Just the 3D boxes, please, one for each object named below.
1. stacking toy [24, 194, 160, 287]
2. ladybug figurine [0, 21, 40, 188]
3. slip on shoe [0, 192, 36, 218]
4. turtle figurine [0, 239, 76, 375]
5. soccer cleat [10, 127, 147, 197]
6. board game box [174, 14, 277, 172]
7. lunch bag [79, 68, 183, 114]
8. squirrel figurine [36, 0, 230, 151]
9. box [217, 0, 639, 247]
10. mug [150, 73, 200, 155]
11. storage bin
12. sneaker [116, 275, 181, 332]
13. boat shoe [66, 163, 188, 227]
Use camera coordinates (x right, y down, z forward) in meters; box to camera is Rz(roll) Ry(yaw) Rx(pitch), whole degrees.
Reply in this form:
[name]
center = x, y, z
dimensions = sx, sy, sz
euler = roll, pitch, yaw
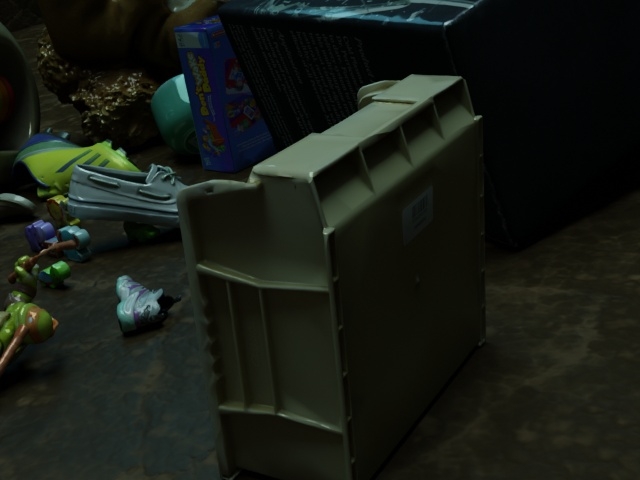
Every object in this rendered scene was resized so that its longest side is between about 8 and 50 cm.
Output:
[stacking toy]
center = -0.349, -0.004, 1.252
dimensions = 0.221, 0.052, 0.167
euler = 9, 28, 37
[ladybug figurine]
center = -0.599, -0.228, 1.538
dimensions = 0.162, 0.305, 0.449
euler = -5, 3, 3
[slip on shoe]
center = -0.497, -0.046, 1.438
dimensions = 0.135, 0.051, 0.041
euler = 7, 66, 18
[turtle figurine]
center = -0.353, 0.096, 0.956
dimensions = 0.217, 0.087, 0.269
euler = -13, 29, 11
[soccer cleat]
center = -0.389, -0.104, 1.507
dimensions = 0.289, 0.093, 0.121
euler = 16, 63, 39
[board game box]
center = -0.069, -0.281, 1.578
dimensions = 0.078, 0.233, 0.347
euler = 11, 29, 41
[lunch bag]
center = -0.358, -0.349, 1.967
dimensions = 0.287, 0.169, 0.235
euler = -12, 25, 12
[squirrel figurine]
center = -0.316, -0.359, 1.724
dimensions = 0.370, 0.397, 0.281
euler = 26, 17, 2
[box]
center = 0.209, -0.281, 1.239
dimensions = 0.480, 0.297, 0.472
euler = -38, 34, -22
[mug]
center = -0.199, -0.208, 1.596
dimensions = 0.158, 0.129, 0.097
euler = -11, 57, -24
[storage bin]
center = 0.026, 0.024, 0.750
dimensions = 0.123, 0.260, 0.262
euler = 9, 28, 30
[sneaker]
center = -0.188, 0.065, 1.036
dimensions = 0.069, 0.038, 0.098
euler = -11, 31, -8
[boat shoe]
center = -0.219, -0.063, 1.248
dimensions = 0.226, 0.075, 0.083
euler = 1, 17, -18
